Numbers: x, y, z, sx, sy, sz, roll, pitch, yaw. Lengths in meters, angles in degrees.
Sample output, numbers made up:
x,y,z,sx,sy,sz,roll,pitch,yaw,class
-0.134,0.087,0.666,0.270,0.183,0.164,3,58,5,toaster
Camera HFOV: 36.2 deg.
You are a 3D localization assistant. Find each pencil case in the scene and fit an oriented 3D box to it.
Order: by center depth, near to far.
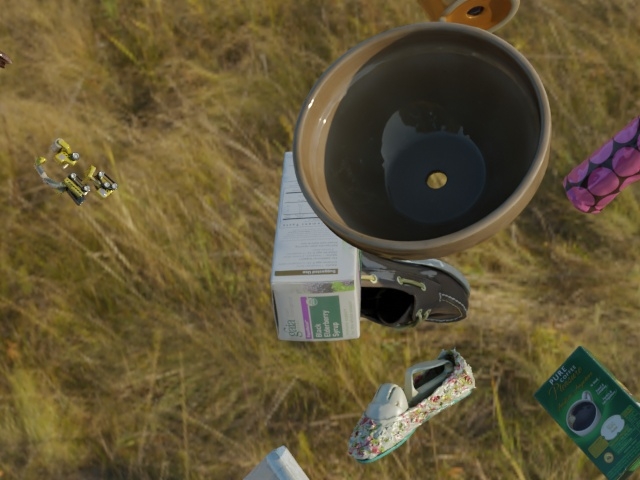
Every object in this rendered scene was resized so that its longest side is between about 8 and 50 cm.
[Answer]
x,y,z,sx,sy,sz,roll,pitch,yaw,class
0.502,-0.128,1.605,0.098,0.209,0.095,-2,60,-47,pencil case

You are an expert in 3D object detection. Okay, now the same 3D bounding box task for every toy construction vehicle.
x,y,z,sx,sy,sz,roll,pitch,yaw,class
-0.323,-0.081,1.277,0.086,0.098,0.035,-23,26,54,toy construction vehicle

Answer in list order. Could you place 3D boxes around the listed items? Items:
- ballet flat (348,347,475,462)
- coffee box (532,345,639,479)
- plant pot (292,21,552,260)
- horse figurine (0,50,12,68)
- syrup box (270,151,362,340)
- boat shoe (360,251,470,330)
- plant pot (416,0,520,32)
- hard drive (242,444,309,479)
x,y,z,sx,sy,sz,roll,pitch,yaw,class
0.122,0.223,1.382,0.241,0.077,0.091,-27,19,-37,ballet flat
0.416,0.258,1.462,0.113,0.040,0.184,-52,49,14,coffee box
0.101,-0.080,0.933,0.237,0.110,0.237,-6,66,14,plant pot
-0.504,-0.190,1.142,0.263,0.066,0.174,-24,0,-2,horse figurine
0.000,0.000,1.134,0.096,0.093,0.236,-3,41,4,syrup box
0.093,0.070,1.325,0.117,0.324,0.096,-29,54,34,boat shoe
0.208,-0.412,1.466,0.205,0.205,0.188,-13,68,-6,plant pot
-0.026,0.477,1.412,0.040,0.203,0.307,-11,58,-53,hard drive
